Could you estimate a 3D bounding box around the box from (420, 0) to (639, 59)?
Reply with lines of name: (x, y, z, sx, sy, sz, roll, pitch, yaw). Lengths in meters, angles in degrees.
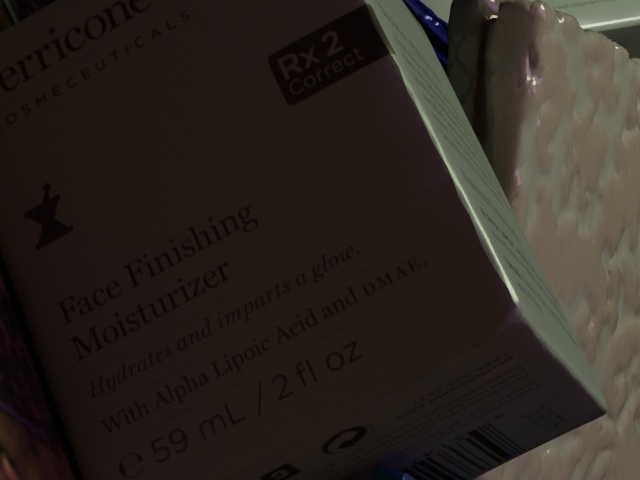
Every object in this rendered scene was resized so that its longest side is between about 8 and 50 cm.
box: (0.058, -0.230, 1.288, 0.345, 0.215, 0.168, 63, -35, 22)

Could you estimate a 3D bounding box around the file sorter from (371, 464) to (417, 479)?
file sorter: (0.074, 0.165, 0.612, 0.170, 0.104, 0.118, 44, 63, -60)

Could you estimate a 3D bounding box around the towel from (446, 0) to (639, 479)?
towel: (0.123, 0.067, 0.854, 0.332, 0.053, 0.317, 14, 83, -60)

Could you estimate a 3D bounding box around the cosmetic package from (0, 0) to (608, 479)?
cosmetic package: (-0.013, 0.001, 0.629, 0.184, 0.151, 0.151, 65, 10, 23)

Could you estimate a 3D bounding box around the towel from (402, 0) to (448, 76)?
towel: (0.048, -0.094, 1.002, 0.308, 0.076, 0.227, 50, 8, 35)
